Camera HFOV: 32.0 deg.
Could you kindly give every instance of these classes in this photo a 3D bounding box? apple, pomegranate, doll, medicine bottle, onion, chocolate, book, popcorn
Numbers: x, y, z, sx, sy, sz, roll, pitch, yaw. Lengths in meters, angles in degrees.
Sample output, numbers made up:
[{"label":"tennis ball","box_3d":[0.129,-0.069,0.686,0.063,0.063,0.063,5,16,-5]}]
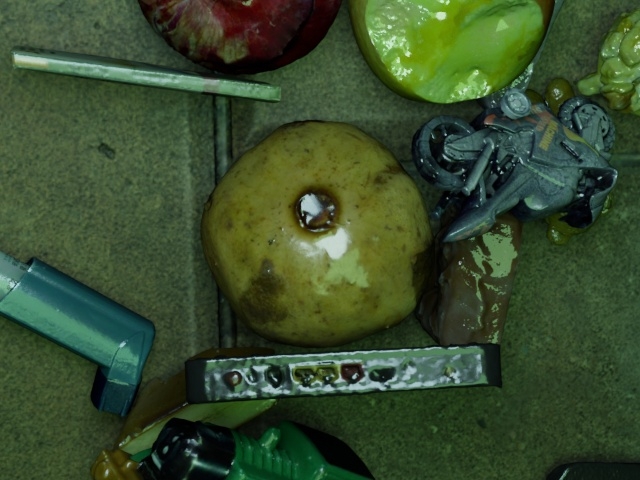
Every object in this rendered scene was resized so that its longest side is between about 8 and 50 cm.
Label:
[{"label":"apple","box_3d":[0.152,-0.272,1.293,0.246,0.246,0.226,1,105,-13]},{"label":"pomegranate","box_3d":[0.000,0.000,1.328,0.281,0.281,0.281,-4,107,-12]},{"label":"doll","box_3d":[0.321,-0.106,1.463,0.137,0.097,0.209,-27,104,-21]},{"label":"medicine bottle","box_3d":[-0.319,0.109,1.388,0.258,0.079,0.124,34,97,-19]},{"label":"onion","box_3d":[-0.092,-0.301,1.260,0.246,0.190,0.246,-2,112,-4]},{"label":"chocolate","box_3d":[0.187,0.048,1.452,0.093,0.148,0.214,10,102,-10]},{"label":"book","box_3d":[-0.201,-0.187,1.265,0.289,0.201,0.026,6,99,-16]},{"label":"popcorn","box_3d":[0.417,-0.229,1.440,0.141,0.162,0.136,7,69,-38]}]

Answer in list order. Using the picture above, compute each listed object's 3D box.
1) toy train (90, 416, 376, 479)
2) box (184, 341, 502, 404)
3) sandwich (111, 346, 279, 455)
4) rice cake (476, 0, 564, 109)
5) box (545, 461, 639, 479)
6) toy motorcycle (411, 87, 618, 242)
[{"label":"toy train","box_3d":[-0.099,0.339,1.406,0.429,0.178,0.249,29,98,-38]},{"label":"box","box_3d":[0.026,0.152,1.297,0.350,0.211,0.058,-3,83,1]},{"label":"sandwich","box_3d":[-0.162,0.214,1.455,0.244,0.088,0.090,-30,119,-7]},{"label":"rice cake","box_3d":[0.281,-0.326,1.399,0.056,0.073,0.365,19,101,-17]},{"label":"box","box_3d":[0.411,0.424,1.667,0.201,0.042,0.213,6,106,-14]},{"label":"toy motorcycle","box_3d":[0.251,-0.087,1.348,0.307,0.108,0.173,-13,75,-27]}]
